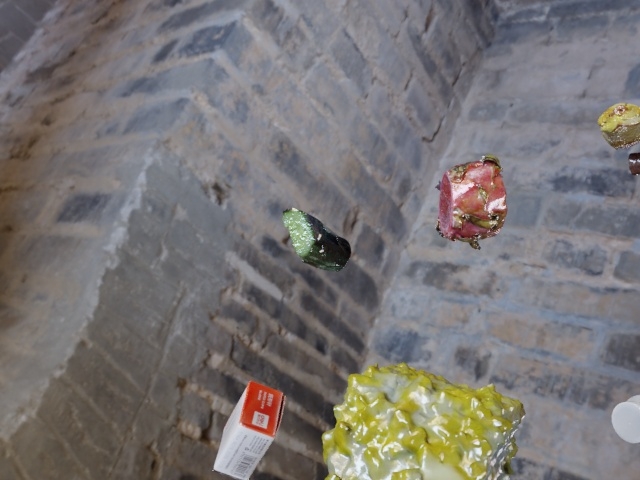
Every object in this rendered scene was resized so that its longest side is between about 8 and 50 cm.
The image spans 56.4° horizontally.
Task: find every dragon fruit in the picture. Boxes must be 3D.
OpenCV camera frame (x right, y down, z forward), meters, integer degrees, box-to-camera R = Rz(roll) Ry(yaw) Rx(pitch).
[{"bbox_3d":[0.367,-0.084,1.517,0.147,0.211,0.282,-6,129,-13],"label":"dragon fruit"}]

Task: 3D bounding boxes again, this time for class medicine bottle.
[{"bbox_3d":[0.536,0.285,0.954,0.140,0.079,0.079,4,172,-29],"label":"medicine bottle"}]

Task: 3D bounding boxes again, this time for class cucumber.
[{"bbox_3d":[0.000,0.000,1.421,0.085,0.115,0.193,-25,143,28],"label":"cucumber"}]

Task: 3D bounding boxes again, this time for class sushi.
[{"bbox_3d":[0.115,0.362,0.791,0.240,0.397,0.351,13,168,25],"label":"sushi"}]

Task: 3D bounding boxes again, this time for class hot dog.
[{"bbox_3d":[0.523,-0.206,1.031,0.078,0.061,0.169,-18,166,27],"label":"hot dog"}]

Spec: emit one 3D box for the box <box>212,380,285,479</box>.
[{"bbox_3d":[-0.158,0.433,1.351,0.099,0.133,0.182,23,120,-8],"label":"box"}]

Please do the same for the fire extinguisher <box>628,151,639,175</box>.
[{"bbox_3d":[0.620,-0.139,1.028,0.158,0.043,0.064,-1,148,43],"label":"fire extinguisher"}]
